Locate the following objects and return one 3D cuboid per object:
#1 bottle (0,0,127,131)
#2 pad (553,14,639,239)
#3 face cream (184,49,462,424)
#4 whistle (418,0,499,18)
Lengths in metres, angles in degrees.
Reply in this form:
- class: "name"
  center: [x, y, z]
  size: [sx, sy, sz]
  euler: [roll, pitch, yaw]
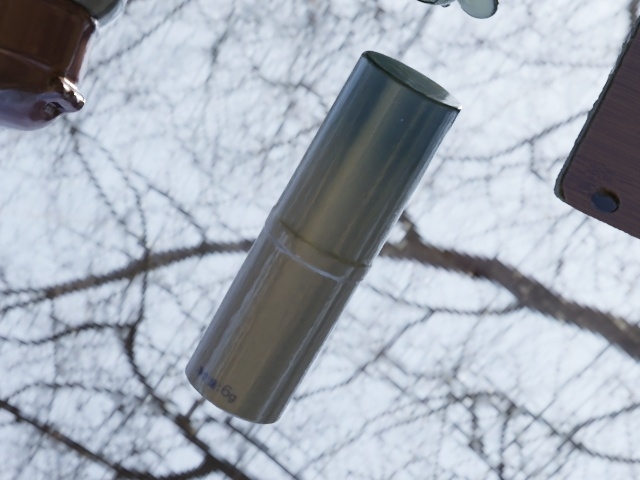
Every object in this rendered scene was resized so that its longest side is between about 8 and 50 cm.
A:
- class: "bottle"
  center: [-0.148, -0.175, 0.888]
  size: [0.110, 0.110, 0.233]
  euler: [19, -97, -17]
- class: "pad"
  center: [0.357, -0.069, 1.293]
  size: [0.286, 0.284, 0.018]
  euler: [24, -132, 4]
- class: "face cream"
  center: [0.000, 0.000, 1.073]
  size: [0.077, 0.250, 0.077]
  euler: [28, -163, -9]
- class: "whistle"
  center: [0.086, -0.267, 1.208]
  size: [0.114, 0.235, 0.077]
  euler: [29, -122, 29]
